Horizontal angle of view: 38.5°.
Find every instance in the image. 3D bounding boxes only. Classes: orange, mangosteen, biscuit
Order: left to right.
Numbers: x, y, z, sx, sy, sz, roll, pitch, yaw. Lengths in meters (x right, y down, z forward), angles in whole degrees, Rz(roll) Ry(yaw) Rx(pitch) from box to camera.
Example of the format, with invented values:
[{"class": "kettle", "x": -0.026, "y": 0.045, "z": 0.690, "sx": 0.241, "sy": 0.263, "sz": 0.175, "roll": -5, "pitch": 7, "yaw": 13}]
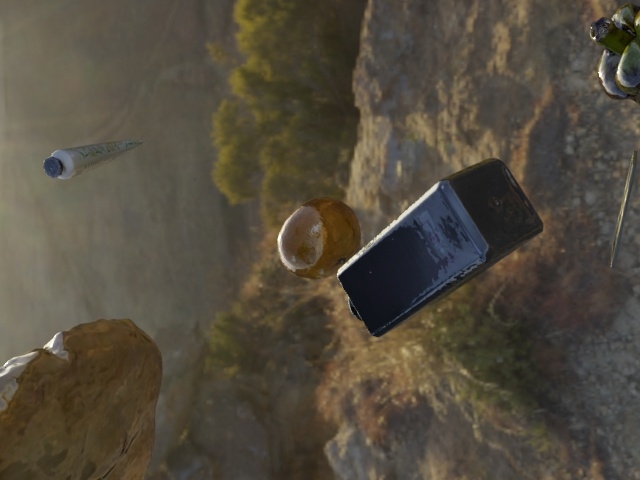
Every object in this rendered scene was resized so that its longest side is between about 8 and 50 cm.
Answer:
[{"class": "biscuit", "x": -0.335, "y": 0.296, "z": 1.124, "sx": 0.104, "sy": 0.429, "sz": 0.446, "roll": 31, "pitch": 123, "yaw": 20}, {"class": "orange", "x": 0.000, "y": 0.000, "z": 1.608, "sx": 0.124, "sy": 0.156, "sz": 0.156, "roll": 39, "pitch": 134, "yaw": 21}, {"class": "mangosteen", "x": 0.649, "y": -0.320, "z": 1.609, "sx": 0.314, "sy": 0.297, "sz": 0.296, "roll": -24, "pitch": 66, "yaw": 24}]

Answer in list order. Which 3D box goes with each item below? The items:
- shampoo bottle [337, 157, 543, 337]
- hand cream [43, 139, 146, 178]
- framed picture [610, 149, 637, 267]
[{"class": "shampoo bottle", "x": 0.094, "y": 0.018, "z": 0.844, "sx": 0.080, "sy": 0.079, "sz": 0.246, "roll": 60, "pitch": 147, "yaw": 9}, {"class": "hand cream", "x": -0.336, "y": -0.126, "z": 1.361, "sx": 0.067, "sy": 0.194, "sz": 0.042, "roll": -21, "pitch": 96, "yaw": 27}, {"class": "framed picture", "x": 0.575, "y": -0.061, "z": 1.737, "sx": 0.136, "sy": 0.010, "sz": 0.200, "roll": -42, "pitch": -40, "yaw": -65}]
